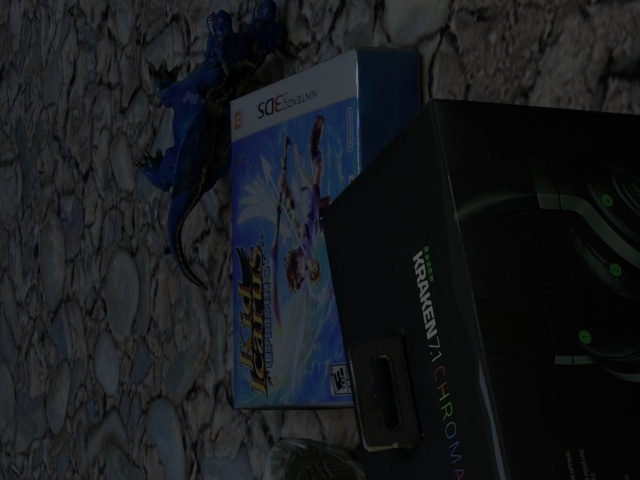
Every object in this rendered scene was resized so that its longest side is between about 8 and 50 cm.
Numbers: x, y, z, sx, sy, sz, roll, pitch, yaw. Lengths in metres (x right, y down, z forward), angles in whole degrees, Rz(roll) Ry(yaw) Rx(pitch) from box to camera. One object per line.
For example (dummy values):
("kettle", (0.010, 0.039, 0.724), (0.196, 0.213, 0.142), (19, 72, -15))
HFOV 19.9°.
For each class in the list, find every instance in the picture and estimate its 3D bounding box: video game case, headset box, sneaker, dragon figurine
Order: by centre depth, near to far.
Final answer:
("headset box", (0.151, 0.073, 0.894), (0.131, 0.283, 0.246), (-45, 49, 54))
("sneaker", (0.003, 0.256, 1.406), (0.232, 0.090, 0.115), (-114, 33, -44))
("video game case", (0.000, 0.000, 1.460), (0.244, 0.061, 0.269), (166, 104, -64))
("dragon figurine", (-0.102, -0.082, 1.645), (0.144, 0.085, 0.289), (31, 115, 61))
